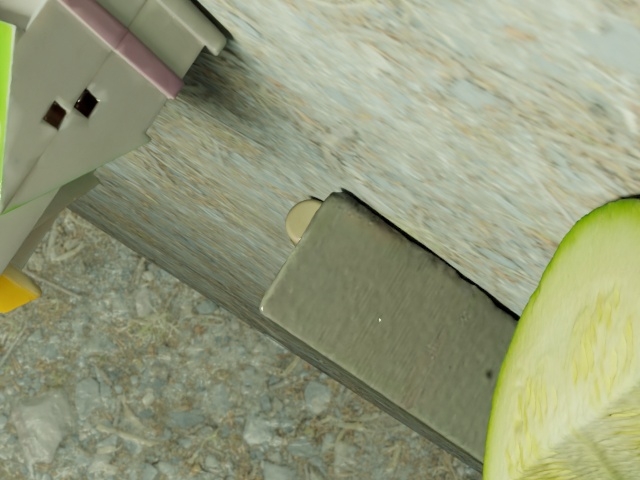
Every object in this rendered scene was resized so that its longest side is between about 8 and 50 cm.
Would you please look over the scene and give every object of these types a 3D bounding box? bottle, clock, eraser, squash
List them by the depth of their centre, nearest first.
[{"bbox_3d":[0.141,0.055,0.800,0.203,0.111,0.289,-10,155,23],"label":"squash"},{"bbox_3d":[-0.241,-0.054,0.915,0.235,0.309,0.166,24,167,46],"label":"clock"},{"bbox_3d":[0.104,0.096,1.187,0.352,0.111,0.077,35,173,-20],"label":"eraser"},{"bbox_3d":[0.000,0.000,1.240,0.045,0.045,0.096,29,169,23],"label":"bottle"}]
